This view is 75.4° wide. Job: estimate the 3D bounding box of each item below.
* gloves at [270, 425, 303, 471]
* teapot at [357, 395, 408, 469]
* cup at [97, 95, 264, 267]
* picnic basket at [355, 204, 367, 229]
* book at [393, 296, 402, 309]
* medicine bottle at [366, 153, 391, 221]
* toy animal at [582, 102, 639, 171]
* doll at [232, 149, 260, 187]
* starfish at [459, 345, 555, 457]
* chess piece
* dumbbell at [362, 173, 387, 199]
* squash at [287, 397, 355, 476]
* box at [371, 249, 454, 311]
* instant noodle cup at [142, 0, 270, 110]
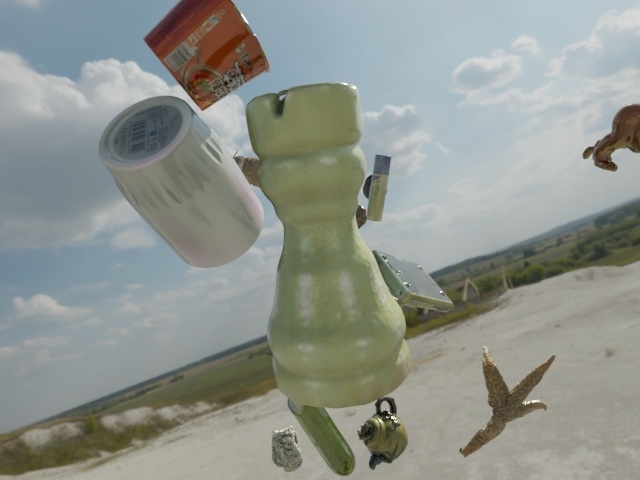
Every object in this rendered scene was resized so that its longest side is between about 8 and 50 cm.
[{"bbox_3d":[-0.124,0.767,1.520,0.114,0.153,0.070,-1,-22,-38],"label":"gloves"},{"bbox_3d":[0.228,0.726,1.578,0.183,0.269,0.173,27,-32,-26],"label":"teapot"},{"bbox_3d":[-0.300,-0.118,0.950,0.254,0.253,0.371,-20,-33,1],"label":"cup"},{"bbox_3d":[0.041,-0.099,1.182,0.110,0.193,0.055,-43,-19,-14],"label":"picnic basket"},{"bbox_3d":[0.222,0.275,1.451,0.013,0.192,0.168,-9,18,-31],"label":"book"},{"bbox_3d":[0.204,-0.184,1.455,0.059,0.230,0.059,6,14,-2],"label":"medicine bottle"},{"bbox_3d":[0.590,-0.168,0.700,0.097,0.312,0.157,2,-62,-25],"label":"toy animal"},{"bbox_3d":[-0.234,-0.246,1.526,0.114,0.221,0.105,106,-170,-48],"label":"doll"},{"bbox_3d":[0.686,0.591,1.539,0.384,0.397,0.132,-15,13,-14],"label":"starfish"},{"bbox_3d":[0.000,0.000,0.644,0.234,0.441,0.234,-9,7,1],"label":"chess piece"},{"bbox_3d":[0.227,-0.219,1.711,0.099,0.099,0.208,-24,16,19],"label":"dumbbell"},{"bbox_3d":[-0.001,0.424,0.936,0.069,0.238,0.069,-34,-5,-4],"label":"squash"},{"bbox_3d":[0.269,0.119,1.228,0.270,0.210,0.045,18,-61,-44],"label":"box"},{"bbox_3d":[-0.266,-0.437,0.955,0.192,0.250,0.250,-39,-10,-2],"label":"instant noodle cup"}]
